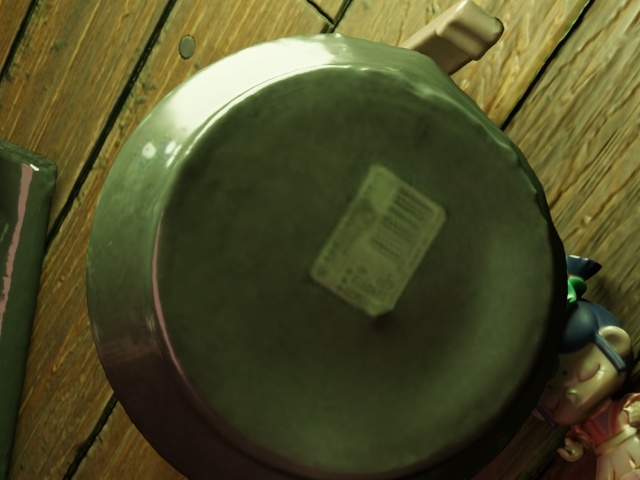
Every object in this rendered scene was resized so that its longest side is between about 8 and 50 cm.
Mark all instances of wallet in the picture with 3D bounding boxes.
[{"bbox_3d":[-0.421,0.077,1.351,0.228,0.062,0.406,20,103,39],"label":"wallet"}]

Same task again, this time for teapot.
[{"bbox_3d":[0.000,0.000,0.819,0.376,0.305,0.362,-59,10,-11],"label":"teapot"}]

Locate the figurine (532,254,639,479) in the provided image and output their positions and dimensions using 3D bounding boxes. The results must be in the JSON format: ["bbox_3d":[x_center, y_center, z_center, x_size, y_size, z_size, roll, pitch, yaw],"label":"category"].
[{"bbox_3d":[0.188,0.113,0.816,0.111,0.102,0.195,-38,70,30],"label":"figurine"}]
